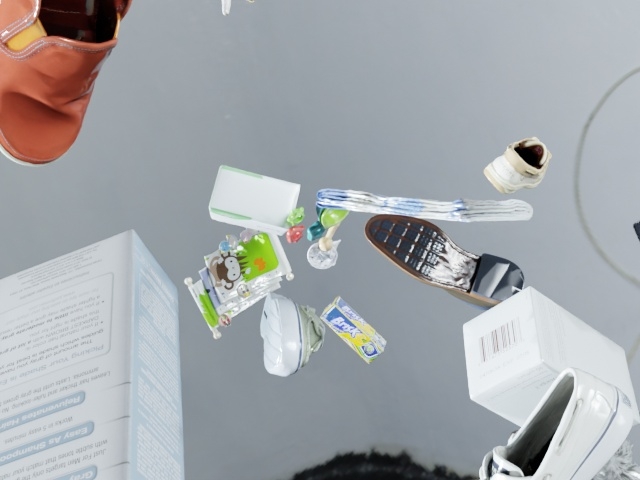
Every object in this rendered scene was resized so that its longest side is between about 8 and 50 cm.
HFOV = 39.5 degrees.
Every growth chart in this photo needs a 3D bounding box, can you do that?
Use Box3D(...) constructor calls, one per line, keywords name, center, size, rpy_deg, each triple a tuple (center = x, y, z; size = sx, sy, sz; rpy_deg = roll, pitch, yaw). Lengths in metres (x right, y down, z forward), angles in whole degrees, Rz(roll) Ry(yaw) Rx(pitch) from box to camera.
Box3D(name="growth chart", center=(-0.171, 0.072, 1.886), size=(0.172, 0.237, 0.021), rpy_deg=(59, 163, -18))

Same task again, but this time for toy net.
Box3D(name="toy net", center=(0.000, 0.000, 1.678), size=(0.045, 0.122, 0.232), rpy_deg=(44, 157, 29))

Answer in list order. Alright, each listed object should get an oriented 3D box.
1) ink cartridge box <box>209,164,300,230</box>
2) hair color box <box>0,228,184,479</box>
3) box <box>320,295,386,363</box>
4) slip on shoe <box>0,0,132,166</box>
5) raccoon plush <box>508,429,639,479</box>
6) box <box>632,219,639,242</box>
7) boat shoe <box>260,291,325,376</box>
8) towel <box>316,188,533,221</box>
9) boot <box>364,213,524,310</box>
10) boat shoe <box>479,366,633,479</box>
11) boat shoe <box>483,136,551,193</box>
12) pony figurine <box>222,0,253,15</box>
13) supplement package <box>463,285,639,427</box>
Box3D(name="ink cartridge box", center=(-0.130, -0.073, 1.718), size=(0.154, 0.093, 0.212), rpy_deg=(14, 174, -5))
Box3D(name="hair color box", center=(-0.240, 0.176, 0.869), size=(0.375, 0.185, 0.114), rpy_deg=(-101, -12, -47))
Box3D(name="box", center=(0.081, 0.218, 2.187), size=(0.169, 0.059, 0.054), rpy_deg=(43, 113, -4))
Box3D(name="slip on shoe", center=(-0.236, -0.189, 0.803), size=(0.101, 0.123, 0.331), rpy_deg=(53, 135, 28))
Box3D(name="raccoon plush", center=(0.432, 0.520, 1.511), size=(0.299, 0.216, 0.447), rpy_deg=(87, 173, -61))
Box3D(name="box", center=(0.579, 0.020, 1.331), size=(0.156, 0.093, 0.158), rpy_deg=(-28, 64, 29))
Box3D(name="boat shoe", center=(-0.039, 0.139, 1.415), size=(0.302, 0.094, 0.109), rpy_deg=(-122, 41, -79))
Box3D(name="towel", center=(0.159, -0.056, 1.377), size=(0.285, 0.209, 0.034), rpy_deg=(7, 96, 41))
Box3D(name="boot", center=(0.157, 0.039, 1.197), size=(0.219, 0.082, 0.106), rpy_deg=(25, 162, 8))
Box3D(name="boat shoe", center=(0.210, 0.249, 0.922), size=(0.088, 0.096, 0.268), rpy_deg=(33, 103, -15))
Box3D(name="boat shoe", center=(0.276, -0.106, 1.182), size=(0.063, 0.170, 0.059), rpy_deg=(49, 123, 8))
Box3D(name="pony figurine", center=(-0.173, -0.533, 1.553), size=(0.363, 0.351, 0.303), rpy_deg=(18, 155, 36))
Box3D(name="supplement package", center=(0.264, 0.152, 1.024), size=(0.179, 0.105, 0.105), rpy_deg=(31, 130, -28))
